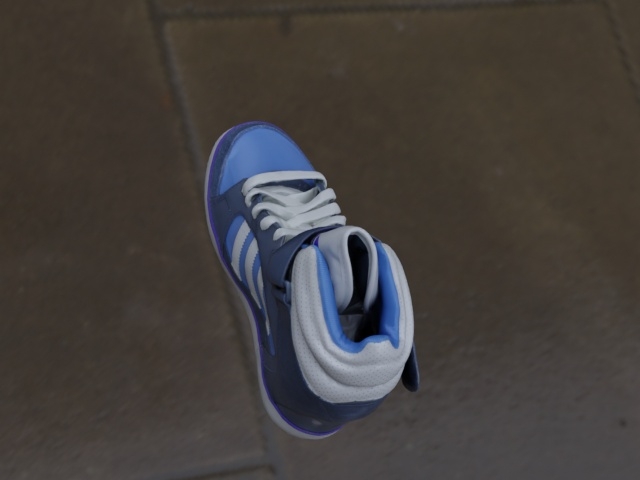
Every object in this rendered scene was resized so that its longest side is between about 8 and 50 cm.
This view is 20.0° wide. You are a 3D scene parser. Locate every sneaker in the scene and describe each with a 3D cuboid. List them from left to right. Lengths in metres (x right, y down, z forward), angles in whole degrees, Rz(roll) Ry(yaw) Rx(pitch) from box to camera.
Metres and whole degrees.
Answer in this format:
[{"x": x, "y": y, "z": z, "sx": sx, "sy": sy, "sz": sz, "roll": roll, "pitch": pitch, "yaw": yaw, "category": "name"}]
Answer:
[{"x": 0.000, "y": 0.000, "z": 1.603, "sx": 0.130, "sy": 0.236, "sz": 0.323, "roll": -5, "pitch": 68, "yaw": -22, "category": "sneaker"}]
